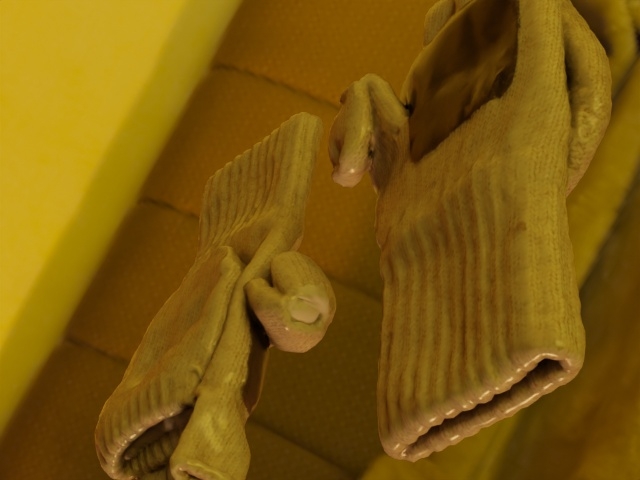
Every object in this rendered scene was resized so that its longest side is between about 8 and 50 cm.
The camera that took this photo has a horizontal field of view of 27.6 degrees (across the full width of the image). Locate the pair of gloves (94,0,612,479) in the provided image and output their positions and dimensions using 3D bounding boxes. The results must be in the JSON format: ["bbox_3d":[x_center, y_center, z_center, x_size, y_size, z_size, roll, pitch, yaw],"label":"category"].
[{"bbox_3d":[0.000,0.000,0.468,0.240,0.042,0.204,-31,34,43],"label":"pair of gloves"}]
